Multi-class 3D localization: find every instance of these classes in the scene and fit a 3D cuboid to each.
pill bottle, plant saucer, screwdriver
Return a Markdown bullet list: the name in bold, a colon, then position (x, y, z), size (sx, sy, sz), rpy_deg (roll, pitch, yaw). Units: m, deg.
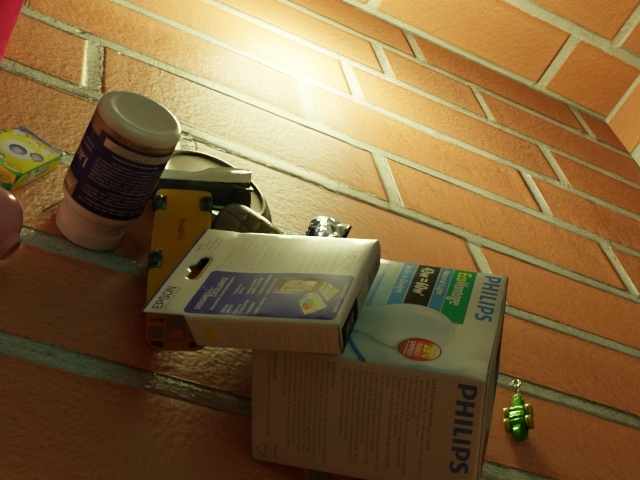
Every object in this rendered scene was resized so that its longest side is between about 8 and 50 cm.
- **pill bottle**: position (-0.366, -0.120, 1.803), size (0.153, 0.264, 0.153), rpy_deg (24, 28, -14)
- **plant saucer**: position (-0.231, -0.100, 2.139), size (0.311, 0.050, 0.310), rpy_deg (25, 28, -14)
- **screwdriver**: position (-0.466, -0.081, 1.905), size (0.025, 0.024, 0.170), rpy_deg (59, 32, -12)

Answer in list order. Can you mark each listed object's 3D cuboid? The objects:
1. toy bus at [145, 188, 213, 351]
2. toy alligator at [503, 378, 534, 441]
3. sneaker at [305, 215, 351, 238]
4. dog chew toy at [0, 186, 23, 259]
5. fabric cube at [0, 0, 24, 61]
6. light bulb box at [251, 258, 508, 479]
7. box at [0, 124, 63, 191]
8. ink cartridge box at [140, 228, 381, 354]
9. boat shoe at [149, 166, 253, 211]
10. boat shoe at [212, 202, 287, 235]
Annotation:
- **toy bus**: position (-0.246, 0.039, 1.793), size (0.108, 0.130, 0.332), rpy_deg (1, 34, -7)
- **toy alligator**: position (0.404, 0.354, 2.060), size (0.189, 0.056, 0.051), rpy_deg (-70, 143, -63)
- **sneaker**: position (0.000, 0.000, 2.193), size (0.081, 0.080, 0.211), rpy_deg (29, 18, 7)
- **dog chew toy**: position (-0.608, -0.095, 1.606), size (0.332, 0.206, 0.206), rpy_deg (43, 29, 2)
- **fabric cube**: position (-0.770, -0.518, 2.035), size (0.254, 0.258, 0.259), rpy_deg (37, 28, 11)
- **light bulb box**: position (0.109, 0.205, 1.675), size (0.361, 0.225, 0.358), rpy_deg (7, 26, 12)
- **box**: position (-0.572, -0.151, 1.880), size (0.105, 0.043, 0.179), rpy_deg (34, 30, 4)
- **ink cartridge box**: position (-0.083, 0.075, 1.605), size (0.307, 0.072, 0.303), rpy_deg (1, 25, 15)
- **boat shoe**: position (-0.283, -0.095, 1.971), size (0.303, 0.091, 0.114), rpy_deg (3, 10, 10)
- **boat shoe**: position (-0.069, 0.068, 1.948), size (0.355, 0.132, 0.130), rpy_deg (47, 8, -10)
